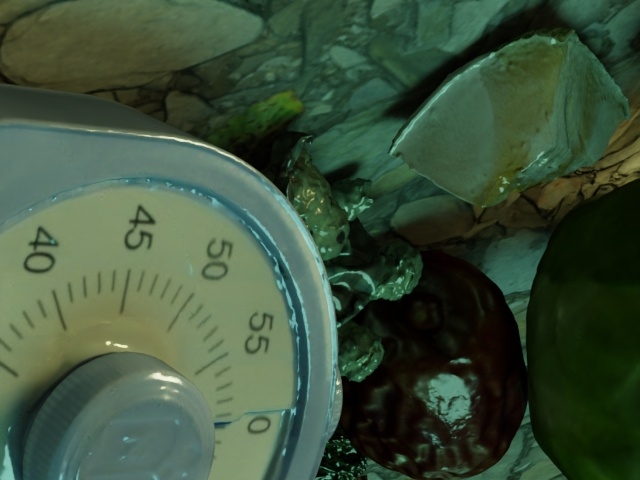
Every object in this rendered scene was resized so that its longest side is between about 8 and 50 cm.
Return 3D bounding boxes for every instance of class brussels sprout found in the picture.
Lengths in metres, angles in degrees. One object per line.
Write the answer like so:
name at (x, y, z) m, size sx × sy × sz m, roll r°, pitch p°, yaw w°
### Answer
brussels sprout at (0.308, 0.081, 1.176) m, size 0.289 × 0.354 × 0.281 m, roll 6°, pitch 118°, yaw -8°

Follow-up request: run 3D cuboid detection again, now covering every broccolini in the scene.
broccolini at (-0.043, 0.226, 1.533) m, size 0.203 × 0.068 × 0.091 m, roll 11°, pitch 128°, yaw -26°

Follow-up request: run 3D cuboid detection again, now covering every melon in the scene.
melon at (0.157, -0.095, 1.020) m, size 0.203 × 0.093 × 0.139 m, roll -15°, pitch 146°, yaw -26°

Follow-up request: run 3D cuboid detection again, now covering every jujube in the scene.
jujube at (0.092, 0.118, 1.261) m, size 0.183 × 0.183 × 0.243 m, roll -21°, pitch 154°, yaw -3°

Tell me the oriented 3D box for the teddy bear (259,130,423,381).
teddy bear at (-0.013, 0.001, 1.065) m, size 0.111 × 0.133 × 0.213 m, roll 11°, pitch 151°, yaw 36°

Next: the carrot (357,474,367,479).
carrot at (-0.059, 0.353, 1.692) m, size 0.263 × 0.102 × 0.102 m, roll -13°, pitch 152°, yaw -17°

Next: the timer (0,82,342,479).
timer at (-0.141, 0.101, 0.861) m, size 0.395 × 0.173 × 0.395 m, roll -14°, pitch 114°, yaw -36°
